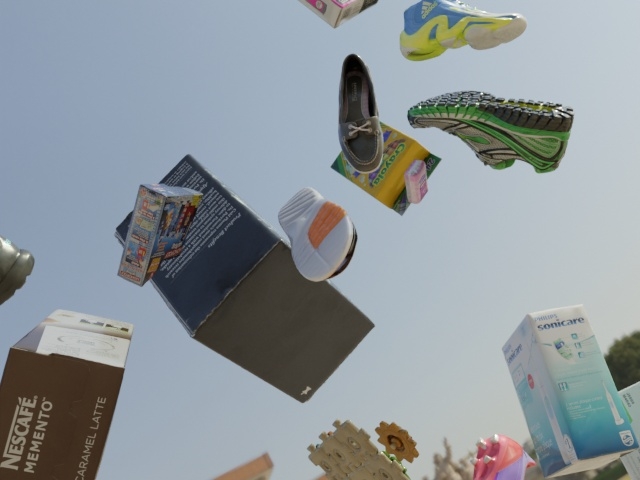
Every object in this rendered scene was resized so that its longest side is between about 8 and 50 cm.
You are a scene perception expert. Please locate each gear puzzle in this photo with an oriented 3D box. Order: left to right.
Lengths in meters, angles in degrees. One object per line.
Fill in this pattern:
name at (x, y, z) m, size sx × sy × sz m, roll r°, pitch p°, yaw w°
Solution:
gear puzzle at (0.088, 0.399, 1.272) m, size 0.044 × 0.175 × 0.339 m, roll -40°, pitch -12°, yaw -36°

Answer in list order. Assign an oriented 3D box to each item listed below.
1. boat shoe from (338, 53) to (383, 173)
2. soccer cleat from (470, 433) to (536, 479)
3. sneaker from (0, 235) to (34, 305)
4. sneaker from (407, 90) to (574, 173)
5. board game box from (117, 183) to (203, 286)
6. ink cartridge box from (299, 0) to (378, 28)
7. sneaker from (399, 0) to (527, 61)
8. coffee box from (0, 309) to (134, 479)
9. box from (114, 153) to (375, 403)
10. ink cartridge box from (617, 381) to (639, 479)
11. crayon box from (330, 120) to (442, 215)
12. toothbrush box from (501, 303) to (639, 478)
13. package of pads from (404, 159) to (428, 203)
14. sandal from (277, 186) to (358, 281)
boat shoe at (0.091, -0.325, 1.715) m, size 0.112 × 0.335 × 0.095 m, roll -9°, pitch -30°, yaw 9°
soccer cleat at (0.245, 0.402, 0.991) m, size 0.248 × 0.095 × 0.083 m, roll -60°, pitch 8°, yaw -32°
sneaker at (-0.526, 0.099, 0.958) m, size 0.101 × 0.267 × 0.106 m, roll -6°, pitch -43°, yaw 43°
sneaker at (0.324, -0.215, 1.371) m, size 0.134 × 0.343 × 0.146 m, roll -28°, pitch -53°, yaw -44°
board game box at (-0.323, -0.013, 1.346) m, size 0.194 × 0.060 × 0.194 m, roll -66°, pitch -8°, yaw 8°
ink cartridge box at (-0.047, -0.647, 1.583) m, size 0.176 × 0.371 × 0.069 m, roll -42°, pitch -14°, yaw -38°
sneaker at (0.264, -0.427, 1.295) m, size 0.240 × 0.126 × 0.091 m, roll -8°, pitch -8°, yaw 13°
coffee box at (-0.258, 0.160, 0.692) m, size 0.098 × 0.141 × 0.246 m, roll 14°, pitch -3°, yaw -13°
box at (-0.190, 0.100, 1.733) m, size 0.297 × 0.472 × 0.480 m, roll -46°, pitch -42°, yaw -1°
ink cartridge box at (0.747, 0.376, 1.409) m, size 0.273 × 0.198 × 0.114 m, roll -36°, pitch -38°, yaw 23°
crayon box at (0.186, -0.231, 2.022) m, size 0.083 × 0.323 × 0.203 m, roll 30°, pitch -83°, yaw -39°
toothbrush box at (0.497, 0.310, 1.393) m, size 0.126 × 0.296 × 0.216 m, roll -9°, pitch -26°, yaw -5°
package of pads at (0.200, -0.122, 1.417) m, size 0.050 × 0.032 × 0.083 m, roll -51°, pitch -35°, yaw -30°
sandal at (0.007, -0.008, 1.007) m, size 0.102 × 0.265 × 0.076 m, roll -44°, pitch -65°, yaw 7°
